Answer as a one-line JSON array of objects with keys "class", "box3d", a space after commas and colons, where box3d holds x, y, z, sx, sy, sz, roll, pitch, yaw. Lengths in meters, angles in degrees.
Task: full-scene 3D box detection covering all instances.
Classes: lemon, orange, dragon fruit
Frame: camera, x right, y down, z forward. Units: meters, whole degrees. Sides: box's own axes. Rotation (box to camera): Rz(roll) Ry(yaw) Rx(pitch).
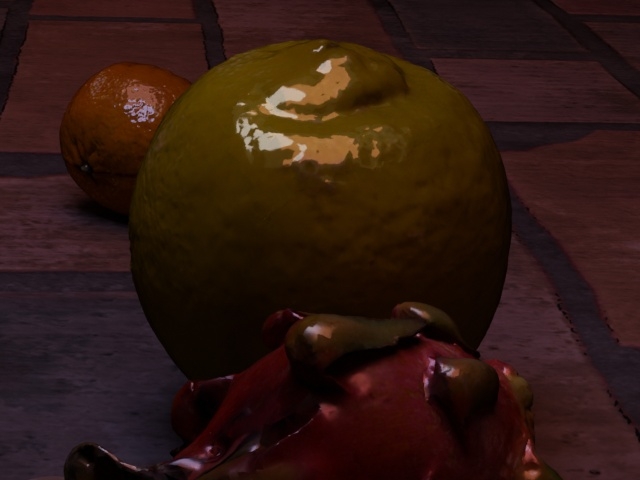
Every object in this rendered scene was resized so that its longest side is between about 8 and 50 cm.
[{"class": "lemon", "box3d": [0.000, 0.000, 1.479, 0.348, 0.348, 0.348, 2, 19, -1]}, {"class": "orange", "box3d": [-0.211, -0.113, 2.040, 0.193, 0.193, 0.161, 14, 47, 29]}, {"class": "dragon fruit", "box3d": [0.002, 0.166, 1.228, 0.307, 0.243, 0.227, -34, 46, 6]}]

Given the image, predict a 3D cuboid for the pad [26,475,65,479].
[{"class": "pad", "box3d": [-0.251, 0.233, 1.283, 0.266, 0.002, 0.176, -14, 25, -39]}]
